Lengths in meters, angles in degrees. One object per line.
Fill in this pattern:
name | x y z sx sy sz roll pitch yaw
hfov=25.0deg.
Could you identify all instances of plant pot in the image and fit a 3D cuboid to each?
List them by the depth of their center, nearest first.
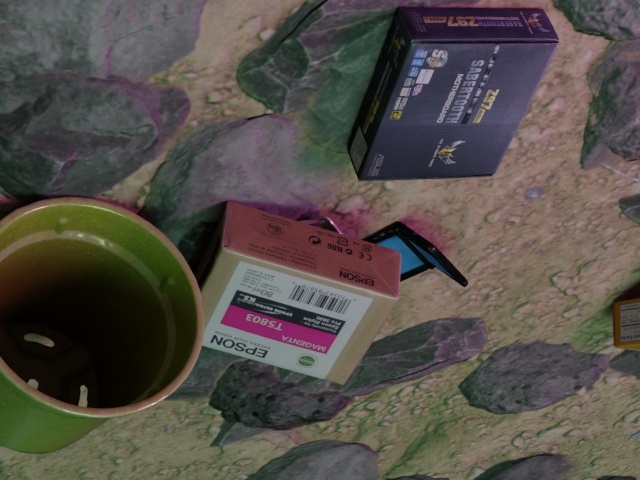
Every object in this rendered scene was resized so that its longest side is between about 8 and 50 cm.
plant pot | -0.312 0.127 1.718 0.276 0.276 0.254 4 151 -27

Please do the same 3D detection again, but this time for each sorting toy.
sorting toy | 0.000 0.000 1.837 0.083 0.045 0.075 -11 133 17

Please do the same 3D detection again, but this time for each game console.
game console | 0.120 0.035 1.911 0.071 0.107 0.122 -51 141 -3

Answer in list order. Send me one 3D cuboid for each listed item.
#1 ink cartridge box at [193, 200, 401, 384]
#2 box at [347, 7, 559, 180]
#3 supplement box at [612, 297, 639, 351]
ink cartridge box | -0.040 0.070 1.817 0.234 0.088 0.193 16 134 -12
box | 0.149 -0.165 1.663 0.183 0.059 0.233 -3 142 -21
supplement box | 0.536 0.115 2.101 0.078 0.080 0.233 10 168 -33
